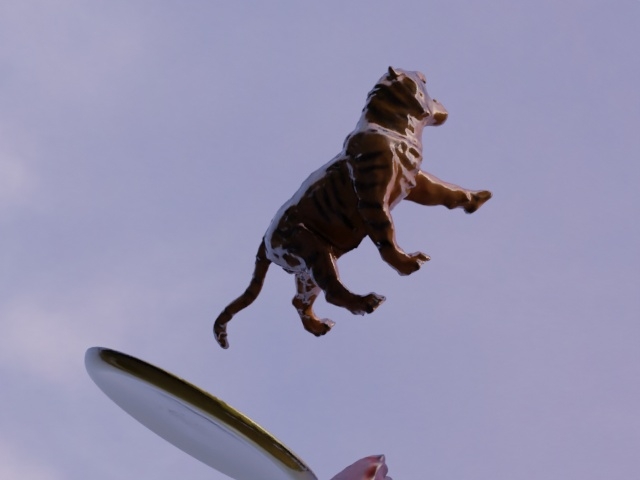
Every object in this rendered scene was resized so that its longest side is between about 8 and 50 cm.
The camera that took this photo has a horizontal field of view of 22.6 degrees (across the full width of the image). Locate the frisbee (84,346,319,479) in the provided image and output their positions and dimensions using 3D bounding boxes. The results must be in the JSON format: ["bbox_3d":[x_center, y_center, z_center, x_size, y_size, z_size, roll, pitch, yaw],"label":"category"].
[{"bbox_3d":[-0.105,0.161,1.384,0.236,0.236,0.017,23,-110,23],"label":"frisbee"}]

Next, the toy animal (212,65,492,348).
[{"bbox_3d":[-0.002,0.002,1.121,0.255,0.114,0.116,-41,-89,25],"label":"toy animal"}]

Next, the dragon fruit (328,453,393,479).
[{"bbox_3d":[-0.013,0.288,1.050,0.100,0.343,0.282,12,-112,13],"label":"dragon fruit"}]
